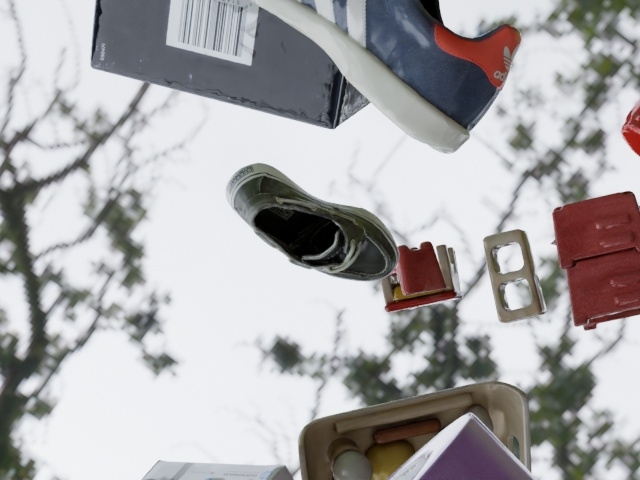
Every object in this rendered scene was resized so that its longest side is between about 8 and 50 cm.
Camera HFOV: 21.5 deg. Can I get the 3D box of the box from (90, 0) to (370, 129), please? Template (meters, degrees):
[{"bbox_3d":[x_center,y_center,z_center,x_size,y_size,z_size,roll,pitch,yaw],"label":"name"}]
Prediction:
[{"bbox_3d":[-0.054,-0.268,1.878,0.296,0.183,0.294,16,-156,17],"label":"box"}]

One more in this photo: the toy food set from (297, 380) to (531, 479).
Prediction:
[{"bbox_3d":[0.125,0.319,2.170,0.306,0.220,0.092,-11,-154,-10],"label":"toy food set"}]

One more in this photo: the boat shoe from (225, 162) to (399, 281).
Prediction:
[{"bbox_3d":[0.000,0.000,1.635,0.219,0.078,0.070,25,-159,-39],"label":"boat shoe"}]

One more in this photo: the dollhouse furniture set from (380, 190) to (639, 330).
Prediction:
[{"bbox_3d":[0.255,0.056,2.193,0.201,0.374,0.152,16,-118,-74],"label":"dollhouse furniture set"}]

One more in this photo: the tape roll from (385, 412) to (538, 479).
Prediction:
[{"bbox_3d":[0.042,0.251,1.224,0.090,0.275,0.275,45,-152,5],"label":"tape roll"}]

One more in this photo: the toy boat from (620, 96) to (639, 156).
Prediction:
[{"bbox_3d":[0.352,-0.030,1.204,0.318,0.148,0.267,47,166,-19],"label":"toy boat"}]

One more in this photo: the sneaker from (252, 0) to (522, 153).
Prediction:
[{"bbox_3d":[0.030,-0.235,1.491,0.350,0.148,0.131,41,-172,11],"label":"sneaker"}]

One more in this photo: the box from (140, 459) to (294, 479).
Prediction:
[{"bbox_3d":[-0.077,0.286,1.680,0.038,0.186,0.145,-48,-60,-39],"label":"box"}]
